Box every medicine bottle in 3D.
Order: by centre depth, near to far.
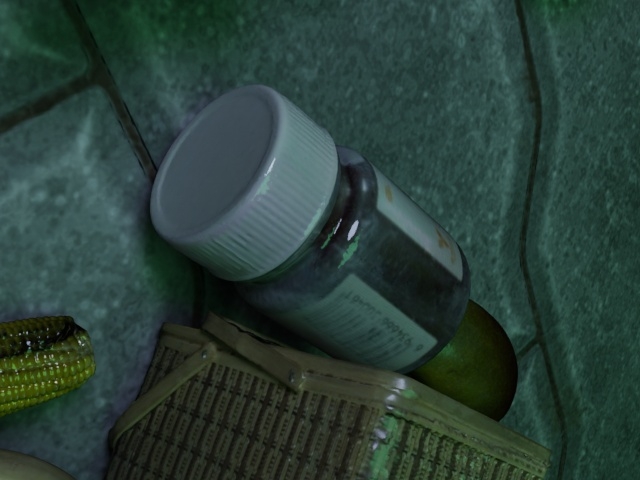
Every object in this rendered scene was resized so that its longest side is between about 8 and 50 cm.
[{"bbox_3d":[0.000,0.000,0.708,0.273,0.165,0.165,38,77,-38],"label":"medicine bottle"}]

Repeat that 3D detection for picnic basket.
[{"bbox_3d":[-0.006,0.180,0.661,0.228,0.312,0.175,31,73,-39],"label":"picnic basket"}]

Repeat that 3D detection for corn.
[{"bbox_3d":[-0.262,0.101,0.585,0.203,0.072,0.072,-10,108,-38],"label":"corn"}]

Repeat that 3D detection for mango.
[{"bbox_3d":[0.156,0.138,0.881,0.267,0.111,0.133,42,62,-53],"label":"mango"}]

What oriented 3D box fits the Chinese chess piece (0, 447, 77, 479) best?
[{"bbox_3d":[-0.253,0.271,0.557,0.250,0.097,0.251,1,86,-14],"label":"Chinese chess piece"}]
